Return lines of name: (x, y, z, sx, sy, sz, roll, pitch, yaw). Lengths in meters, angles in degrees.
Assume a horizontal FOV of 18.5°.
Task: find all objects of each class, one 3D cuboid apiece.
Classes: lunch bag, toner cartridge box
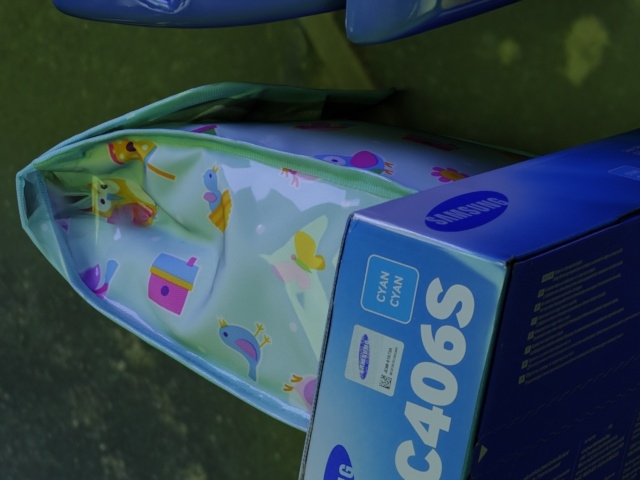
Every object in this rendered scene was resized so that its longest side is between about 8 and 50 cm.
lunch bag: (0.000, 0.000, 1.035, 0.262, 0.223, 0.160, 20, 103, 28)
toner cartridge box: (0.116, 0.047, 0.903, 0.075, 0.348, 0.165, 18, 108, 28)

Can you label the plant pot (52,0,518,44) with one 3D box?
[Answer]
plant pot: (0.022, -0.221, 0.953, 0.212, 0.236, 0.236, 18, 115, 32)
